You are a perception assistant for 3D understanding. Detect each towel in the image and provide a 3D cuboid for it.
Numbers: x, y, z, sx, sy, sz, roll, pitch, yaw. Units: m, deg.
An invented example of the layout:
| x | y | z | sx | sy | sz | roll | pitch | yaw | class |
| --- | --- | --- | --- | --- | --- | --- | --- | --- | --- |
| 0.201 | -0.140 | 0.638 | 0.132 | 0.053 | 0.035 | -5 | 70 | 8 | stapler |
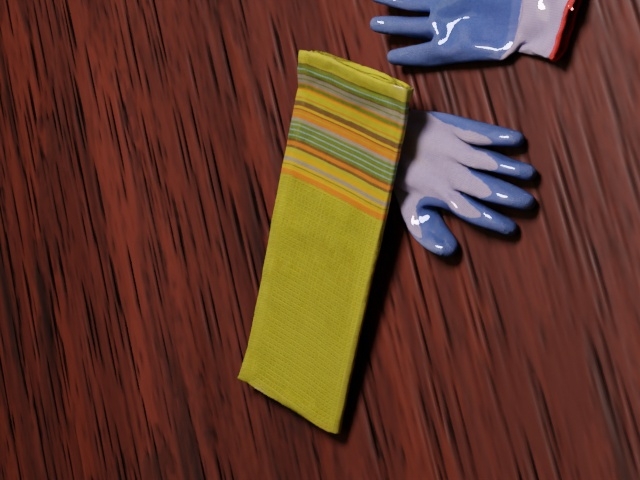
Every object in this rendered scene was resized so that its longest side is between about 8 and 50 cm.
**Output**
| x | y | z | sx | sy | sz | roll | pitch | yaw | class |
| --- | --- | --- | --- | --- | --- | --- | --- | --- | --- |
| 0.000 | 0.000 | 0.968 | 0.102 | 0.021 | 0.237 | 27 | 111 | 46 | towel |

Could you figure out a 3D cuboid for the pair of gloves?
| x | y | z | sx | sy | sz | roll | pitch | yaw | class |
| --- | --- | --- | --- | --- | --- | --- | --- | --- | --- |
| 0.080 | -0.093 | 0.912 | 0.159 | 0.023 | 0.198 | 23 | 102 | 42 | pair of gloves |
